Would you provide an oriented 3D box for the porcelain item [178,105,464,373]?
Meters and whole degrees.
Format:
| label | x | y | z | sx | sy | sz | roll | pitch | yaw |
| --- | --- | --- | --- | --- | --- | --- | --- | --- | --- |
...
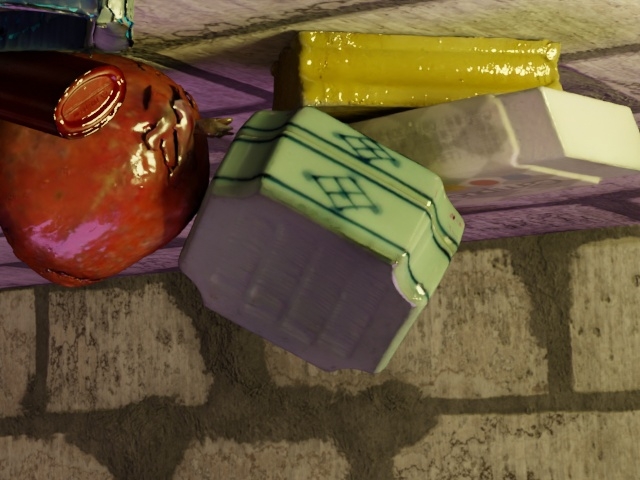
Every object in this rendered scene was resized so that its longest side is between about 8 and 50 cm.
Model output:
| label | x | y | z | sx | sy | sz | roll | pitch | yaw |
| --- | --- | --- | --- | --- | --- | --- | --- | --- | --- |
| porcelain item | 0.000 | 0.000 | 2.050 | 0.281 | 0.157 | 0.286 | 27 | 143 | 1 |

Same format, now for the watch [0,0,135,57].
| label | x | y | z | sx | sy | sz | roll | pitch | yaw |
| --- | --- | --- | --- | --- | --- | --- | --- | --- | --- |
| watch | -0.331 | -0.221 | 1.809 | 0.274 | 0.068 | 0.276 | 1 | 173 | -18 |

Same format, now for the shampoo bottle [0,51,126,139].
| label | x | y | z | sx | sy | sz | roll | pitch | yaw |
| --- | --- | --- | --- | --- | --- | --- | --- | --- | --- |
| shampoo bottle | -0.327 | -0.169 | 1.906 | 0.260 | 0.064 | 0.102 | 17 | -134 | 39 |

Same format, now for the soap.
| label | x | y | z | sx | sy | sz | roll | pitch | yaw |
| --- | --- | --- | --- | --- | --- | --- | --- | --- | --- |
| soap | 0.107 | -0.177 | 2.108 | 0.315 | 0.091 | 0.199 | 0 | 170 | -13 |

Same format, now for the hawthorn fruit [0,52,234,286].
| label | x | y | z | sx | sy | sz | roll | pitch | yaw |
| --- | --- | --- | --- | --- | --- | --- | --- | --- | --- |
| hawthorn fruit | -0.235 | -0.097 | 2.072 | 0.307 | 0.276 | 0.276 | -20 | 165 | 20 |

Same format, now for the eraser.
| label | x | y | z | sx | sy | sz | roll | pitch | yaw |
| --- | --- | --- | --- | --- | --- | --- | --- | --- | --- |
| eraser | 0.158 | -0.096 | 2.082 | 0.397 | 0.082 | 0.213 | -9 | 169 | 41 |
